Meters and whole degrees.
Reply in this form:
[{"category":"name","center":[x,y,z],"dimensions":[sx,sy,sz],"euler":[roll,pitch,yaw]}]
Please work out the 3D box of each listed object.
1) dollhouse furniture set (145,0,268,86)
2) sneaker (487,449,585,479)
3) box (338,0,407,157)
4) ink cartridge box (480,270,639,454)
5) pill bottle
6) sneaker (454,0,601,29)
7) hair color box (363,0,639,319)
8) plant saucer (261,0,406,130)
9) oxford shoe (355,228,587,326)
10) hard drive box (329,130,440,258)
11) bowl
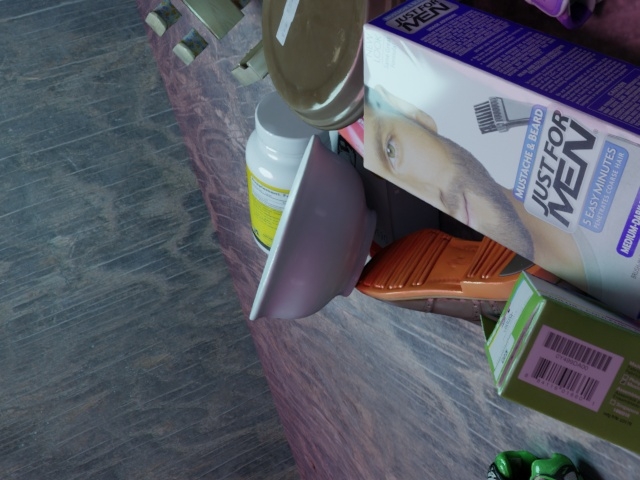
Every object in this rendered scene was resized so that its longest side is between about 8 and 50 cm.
[{"category":"dollhouse furniture set","center":[-0.180,-0.432,1.297],"dimensions":[0.242,0.212,0.161],"euler":[45,170,-19]},{"category":"sneaker","center":[0.309,0.398,1.038],"dimensions":[0.146,0.134,0.343],"euler":[70,154,15]},{"category":"box","center":[0.062,-0.253,0.915],"dimensions":[0.300,0.142,0.154],"euler":[53,154,38]},{"category":"ink cartridge box","center":[0.269,0.105,0.669],"dimensions":[0.255,0.188,0.097],"euler":[-45,-23,-77]},{"category":"pill bottle","center":[-0.050,-0.124,1.304],"dimensions":[0.188,0.188,0.334],"euler":[55,158,32]},{"category":"sneaker","center":[0.181,-0.258,0.652],"dimensions":[0.161,0.102,0.282],"euler":[64,161,1]},{"category":"hair color box","center":[0.197,-0.094,0.647],"dimensions":[0.339,0.110,0.185],"euler":[35,146,33]},{"category":"plant saucer","center":[0.000,-0.274,0.809],"dimensions":[0.278,0.041,0.278],"euler":[15,108,55]},{"category":"oxford shoe","center":[0.183,0.069,0.899],"dimensions":[0.133,0.130,0.363],"euler":[50,155,-23]},{"category":"hard drive box","center":[0.105,-0.082,1.076],"dimensions":[0.181,0.089,0.232],"euler":[42,149,53]},{"category":"bowl","center":[0.000,0.000,1.016],"dimensions":[0.298,0.134,0.298],"euler":[-161,90,-85]}]
